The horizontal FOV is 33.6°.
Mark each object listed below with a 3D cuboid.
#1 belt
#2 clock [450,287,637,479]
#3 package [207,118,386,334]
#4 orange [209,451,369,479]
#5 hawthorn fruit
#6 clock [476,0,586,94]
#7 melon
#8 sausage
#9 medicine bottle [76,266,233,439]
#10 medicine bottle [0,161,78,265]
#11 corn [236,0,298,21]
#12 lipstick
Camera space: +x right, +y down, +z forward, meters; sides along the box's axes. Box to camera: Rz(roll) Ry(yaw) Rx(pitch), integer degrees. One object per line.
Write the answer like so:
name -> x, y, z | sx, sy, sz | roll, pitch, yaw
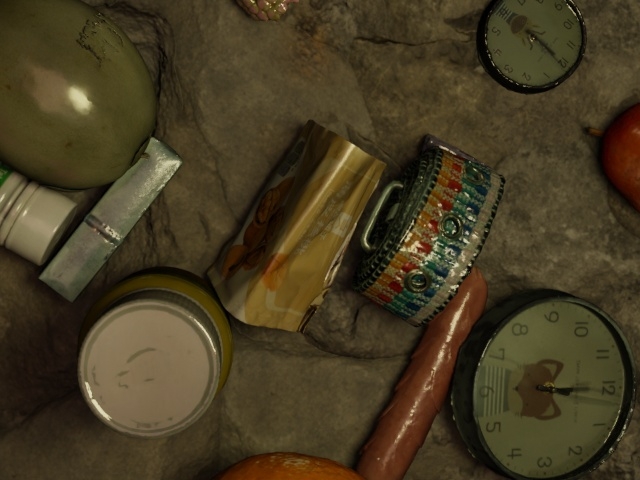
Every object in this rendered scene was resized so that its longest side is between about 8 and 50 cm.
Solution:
belt -> 0.161, -0.024, 1.671 | 0.161, 0.207, 0.295 | 29, 87, -8
clock -> 0.370, 0.242, 1.732 | 0.325, 0.067, 0.325 | -1, 94, -20
package -> -0.016, -0.010, 1.647 | 0.165, 0.221, 0.311 | 30, 94, -20
orange -> -0.028, 0.518, 1.590 | 0.424, 0.326, 0.423 | 14, 115, 32
hawthorn fruit -> 0.541, -0.143, 1.733 | 0.226, 0.196, 0.196 | 26, 89, 19
clock -> 0.353, -0.337, 1.762 | 0.185, 0.040, 0.184 | 0, 92, -5
melon -> -0.390, -0.222, 1.578 | 0.330, 0.268, 0.268 | 42, 88, -5
sausage -> 0.167, 0.240, 1.735 | 0.088, 0.088, 0.433 | 28, 87, -6
medicine bottle -> -0.239, 0.158, 1.548 | 0.224, 0.384, 0.224 | 0, 93, -6
medicine bottle -> -0.507, -0.067, 1.636 | 0.237, 0.139, 0.139 | 30, 89, -4
corn -> -0.161, -0.489, 1.669 | 0.126, 0.126, 0.335 | -45, 97, -3
lipstick -> -0.330, -0.037, 1.685 | 0.076, 0.077, 0.289 | 40, 86, -10
